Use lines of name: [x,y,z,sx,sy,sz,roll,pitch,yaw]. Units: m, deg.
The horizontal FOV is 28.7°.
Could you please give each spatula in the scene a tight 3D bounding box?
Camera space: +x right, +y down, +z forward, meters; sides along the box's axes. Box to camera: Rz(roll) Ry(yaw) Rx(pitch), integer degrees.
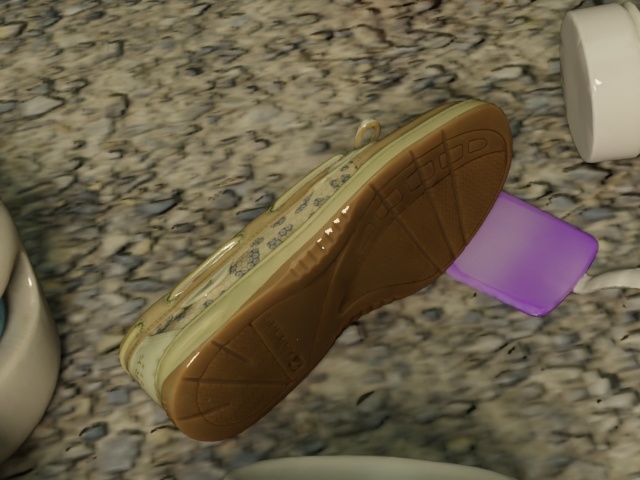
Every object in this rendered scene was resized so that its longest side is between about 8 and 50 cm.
spatula: [0.202,0.030,0.745,0.296,0.030,0.084,17,50,39]

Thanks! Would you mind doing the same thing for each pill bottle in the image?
pill bottle: [0.281,-0.118,0.823,0.229,0.131,0.131,-9,44,2]

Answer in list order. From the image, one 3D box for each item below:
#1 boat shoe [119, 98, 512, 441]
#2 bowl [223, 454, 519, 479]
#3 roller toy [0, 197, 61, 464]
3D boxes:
boat shoe: [0.000,0.000,0.772,0.285,0.105,0.089,-38,42,-19]
bowl: [0.018,0.165,0.458,0.289,0.289,0.156,2,89,12]
roller toy: [-0.264,0.048,0.744,0.191,0.146,0.209,-27,46,-17]
